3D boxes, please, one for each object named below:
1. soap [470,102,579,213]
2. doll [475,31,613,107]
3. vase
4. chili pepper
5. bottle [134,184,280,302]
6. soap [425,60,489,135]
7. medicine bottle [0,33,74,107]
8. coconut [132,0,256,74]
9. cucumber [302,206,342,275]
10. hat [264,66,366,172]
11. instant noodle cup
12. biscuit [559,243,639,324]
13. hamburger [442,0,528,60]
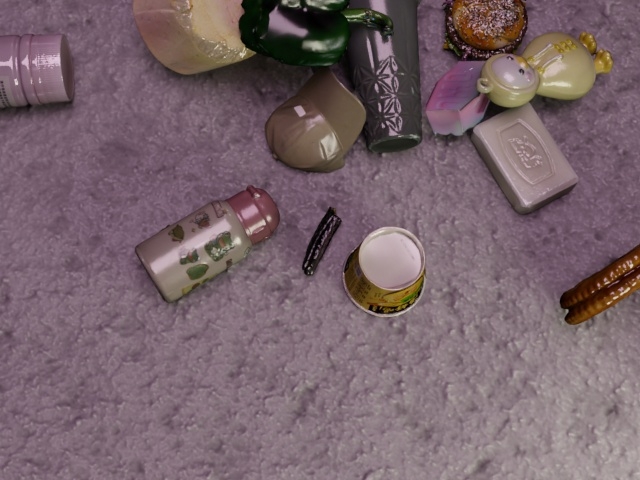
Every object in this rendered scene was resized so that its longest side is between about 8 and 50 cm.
[{"bbox_3d":[0.370,-0.149,1.938,0.121,0.064,0.183,-28,74,-8],"label":"soap"},{"bbox_3d":[0.398,-0.308,1.921,0.296,0.117,0.141,-16,63,-36],"label":"doll"},{"bbox_3d":[0.104,-0.316,1.949,0.251,0.156,0.301,-6,79,-8],"label":"vase"},{"bbox_3d":[-0.006,-0.380,1.841,0.261,0.165,0.174,-2,82,-31],"label":"chili pepper"},{"bbox_3d":[-0.189,-0.001,1.857,0.253,0.120,0.120,-30,76,-10],"label":"bottle"},{"bbox_3d":[0.255,-0.261,1.950,0.100,0.056,0.149,5,51,31],"label":"soap"},{"bbox_3d":[-0.585,-0.307,1.936,0.249,0.133,0.133,-6,73,-2],"label":"medicine bottle"},{"bbox_3d":[-0.218,-0.422,1.931,0.239,0.244,0.239,-4,97,-35],"label":"coconut"},{"bbox_3d":[-0.001,0.000,1.903,0.034,0.033,0.135,16,69,44],"label":"cucumber"},{"bbox_3d":[-0.019,-0.215,1.901,0.144,0.173,0.166,-36,75,-17],"label":"hat"},{"bbox_3d":[0.117,0.049,1.843,0.151,0.122,0.151,1,75,-3],"label":"instant noodle cup"},{"bbox_3d":[0.500,0.067,1.795,0.220,0.220,0.066,-30,80,-9],"label":"biscuit"},{"bbox_3d":[0.314,-0.424,2.006,0.164,0.093,0.190,2,71,0],"label":"hamburger"}]
